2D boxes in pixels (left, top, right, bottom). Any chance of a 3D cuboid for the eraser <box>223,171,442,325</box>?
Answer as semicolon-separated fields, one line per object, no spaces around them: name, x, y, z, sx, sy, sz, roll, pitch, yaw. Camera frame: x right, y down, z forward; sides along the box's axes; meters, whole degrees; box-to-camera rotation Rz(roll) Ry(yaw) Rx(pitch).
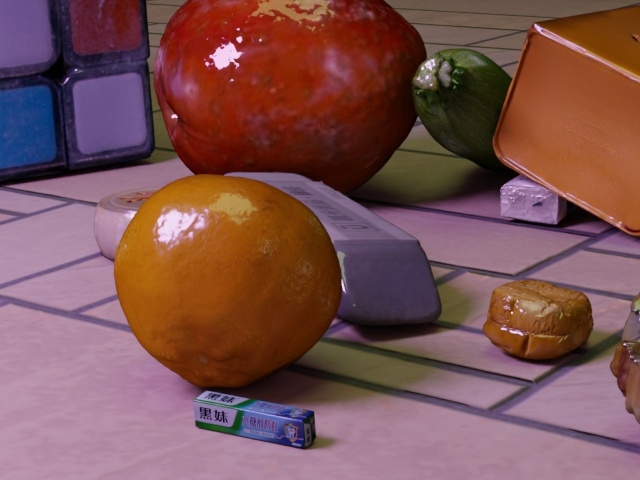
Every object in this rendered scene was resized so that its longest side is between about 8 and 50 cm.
eraser;0.000;0.000;1.298;0.089;0.061;0.352;0;13;-21

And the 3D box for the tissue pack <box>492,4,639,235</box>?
tissue pack;0.326;-0.121;1.480;0.194;0.145;0.274;31;29;29

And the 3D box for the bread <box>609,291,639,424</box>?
bread;0.291;0.089;0.909;0.232;0.088;0.128;10;38;28

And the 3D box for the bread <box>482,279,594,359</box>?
bread;0.158;0.058;1.111;0.081;0.046;0.083;4;13;0

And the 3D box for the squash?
squash;0.162;-0.128;1.542;0.101;0.101;0.378;4;-6;19

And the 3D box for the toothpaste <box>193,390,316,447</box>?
toothpaste;-0.042;0.114;0.971;0.083;0.020;0.017;7;21;29

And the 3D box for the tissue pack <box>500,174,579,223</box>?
tissue pack;0.217;-0.044;1.483;0.062;0.042;0.083;10;18;28

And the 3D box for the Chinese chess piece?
Chinese chess piece;-0.147;-0.016;1.400;0.122;0.051;0.122;-2;15;1

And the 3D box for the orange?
orange;-0.065;0.032;1.051;0.158;0.159;0.136;3;53;15

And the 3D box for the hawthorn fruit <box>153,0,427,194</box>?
hawthorn fruit;-0.032;-0.161;1.568;0.284;0.284;0.284;-1;15;0

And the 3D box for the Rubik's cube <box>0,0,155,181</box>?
Rubik's cube;-0.421;-0.258;1.772;0.363;0.359;0.362;-15;22;-33
